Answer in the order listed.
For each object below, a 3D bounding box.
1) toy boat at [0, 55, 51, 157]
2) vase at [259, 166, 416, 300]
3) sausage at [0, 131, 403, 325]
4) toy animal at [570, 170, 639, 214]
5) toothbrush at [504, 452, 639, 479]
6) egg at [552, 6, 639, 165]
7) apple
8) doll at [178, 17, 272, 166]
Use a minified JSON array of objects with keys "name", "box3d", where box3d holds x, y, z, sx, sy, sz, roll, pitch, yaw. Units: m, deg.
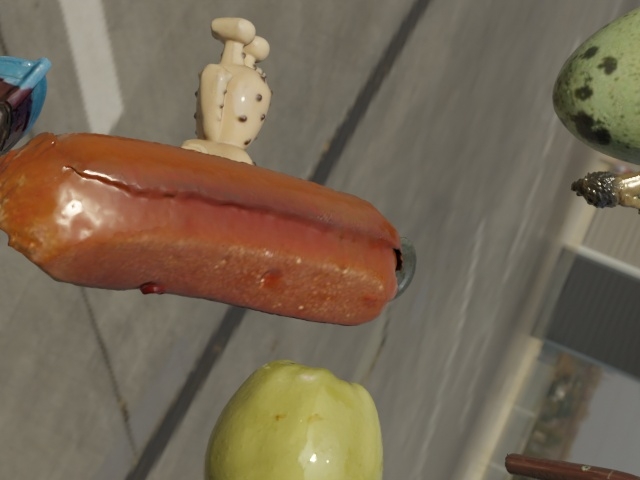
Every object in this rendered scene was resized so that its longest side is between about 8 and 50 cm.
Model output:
[{"name":"toy boat","box3d":[-0.322,-0.112,1.104,0.100,0.223,0.097,50,36,-27]},{"name":"vase","box3d":[0.000,0.000,1.413,0.115,0.237,0.115,-21,122,-38]},{"name":"sausage","box3d":[-0.071,-0.009,0.822,0.330,0.102,0.102,11,104,-42]},{"name":"toy animal","box3d":[0.479,-0.082,1.826,0.220,0.069,0.086,-16,144,-16]},{"name":"toothbrush","box3d":[0.426,0.359,1.823,0.041,0.364,0.041,-1,92,-43]},{"name":"egg","box3d":[0.354,-0.161,1.272,0.177,0.228,0.177,174,-90,-85]},{"name":"apple","box3d":[-0.024,0.222,1.227,0.200,0.200,0.200,23,90,-78]},{"name":"doll","box3d":[-0.113,-0.108,1.369,0.154,0.119,0.278,56,44,-59]}]
